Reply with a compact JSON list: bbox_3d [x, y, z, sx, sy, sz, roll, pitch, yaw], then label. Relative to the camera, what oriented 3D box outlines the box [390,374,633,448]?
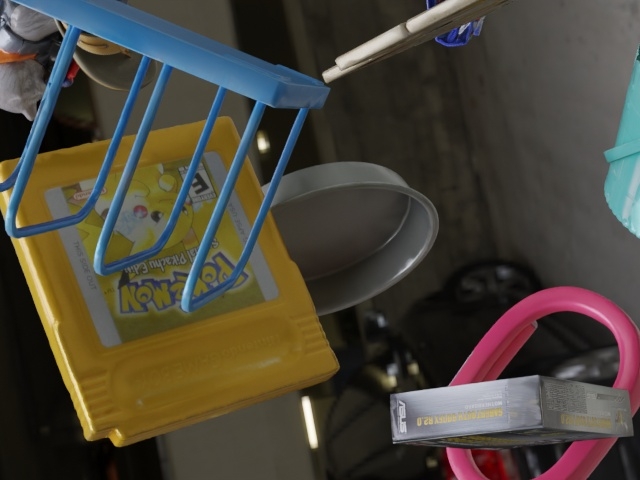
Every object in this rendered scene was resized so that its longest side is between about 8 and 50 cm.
[{"bbox_3d":[0.214,0.194,1.445,0.231,0.183,0.056,15,-112,-53],"label":"box"}]

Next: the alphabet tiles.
[{"bbox_3d":[0.166,-0.187,0.874,0.342,0.285,0.011,-30,-84,-49],"label":"alphabet tiles"}]

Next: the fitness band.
[{"bbox_3d":[0.271,0.193,1.602,0.209,0.291,0.054,35,176,38],"label":"fitness band"}]

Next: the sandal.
[{"bbox_3d":[-0.224,-0.219,1.301,0.049,0.072,0.180,15,145,52],"label":"sandal"}]

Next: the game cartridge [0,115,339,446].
[{"bbox_3d":[-0.163,0.035,1.396,0.323,0.285,0.052,65,150,17],"label":"game cartridge"}]

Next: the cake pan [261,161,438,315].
[{"bbox_3d":[0.000,0.000,1.620,0.293,0.293,0.054,83,170,-59],"label":"cake pan"}]

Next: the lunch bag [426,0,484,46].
[{"bbox_3d":[0.174,-0.350,1.361,0.221,0.138,0.293,-57,-20,-55],"label":"lunch bag"}]

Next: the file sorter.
[{"bbox_3d":[-0.100,-0.052,0.564,0.118,0.170,0.104,-34,-34,-79],"label":"file sorter"}]

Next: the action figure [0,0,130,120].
[{"bbox_3d":[-0.349,-0.305,1.555,0.341,0.179,0.330,-8,72,58],"label":"action figure"}]

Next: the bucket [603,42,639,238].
[{"bbox_3d":[0.463,-0.105,1.494,0.281,0.281,0.183,-104,21,-53],"label":"bucket"}]
